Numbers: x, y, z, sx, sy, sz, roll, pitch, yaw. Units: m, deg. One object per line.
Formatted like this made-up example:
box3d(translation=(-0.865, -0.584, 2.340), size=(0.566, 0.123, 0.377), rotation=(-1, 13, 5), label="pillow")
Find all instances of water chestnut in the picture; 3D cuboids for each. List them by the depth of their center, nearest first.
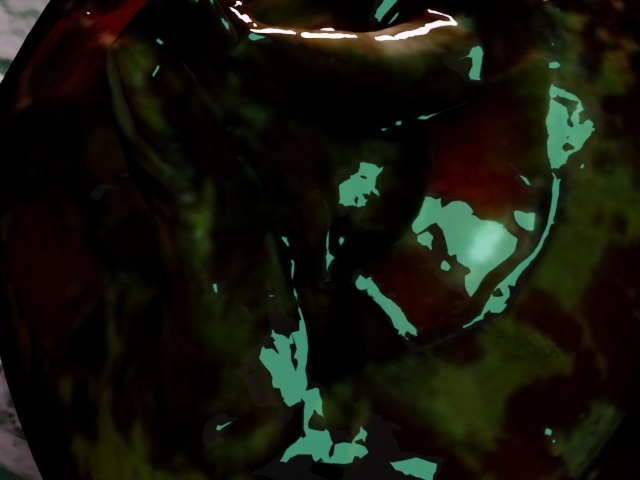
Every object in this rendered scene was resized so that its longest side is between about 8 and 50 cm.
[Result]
box3d(translation=(0.000, 0.000, 0.560), size=(0.244, 0.289, 0.289), rotation=(26, 62, -25), label="water chestnut")
